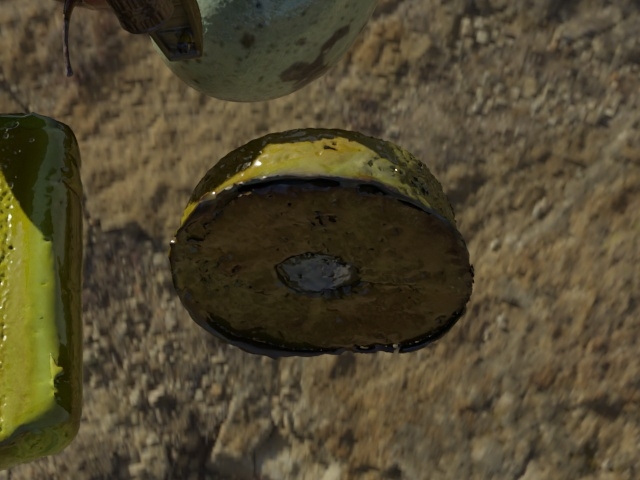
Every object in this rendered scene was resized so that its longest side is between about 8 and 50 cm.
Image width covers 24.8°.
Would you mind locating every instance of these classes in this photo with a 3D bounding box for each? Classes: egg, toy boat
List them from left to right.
[{"bbox_3d":[-0.163,-0.233,1.286,0.068,0.226,0.088,-6,54,19],"label":"toy boat"},{"bbox_3d":[-0.067,-0.343,1.845,0.288,0.379,0.287,26,31,-17],"label":"egg"}]

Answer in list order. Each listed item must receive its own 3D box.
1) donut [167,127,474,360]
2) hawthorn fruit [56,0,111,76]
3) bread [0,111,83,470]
[{"bbox_3d":[0.000,0.000,1.308,0.272,0.272,0.107,5,47,0],"label":"donut"},{"bbox_3d":[-0.311,-0.425,1.972,0.231,0.235,0.263,-25,40,13],"label":"hawthorn fruit"},{"bbox_3d":[-0.312,0.048,1.427,0.166,0.112,0.383,-5,59,-2],"label":"bread"}]
